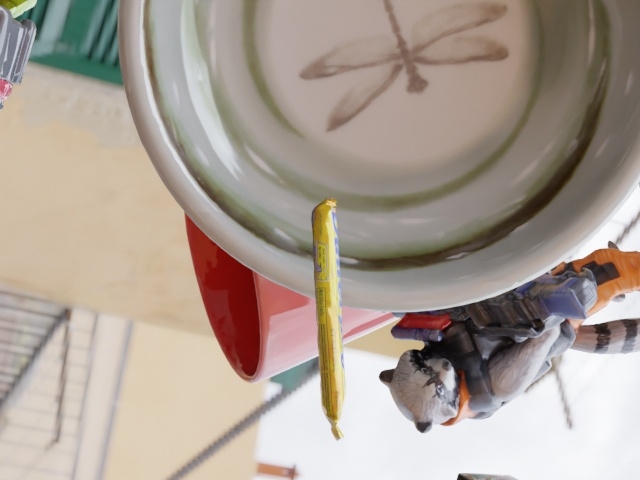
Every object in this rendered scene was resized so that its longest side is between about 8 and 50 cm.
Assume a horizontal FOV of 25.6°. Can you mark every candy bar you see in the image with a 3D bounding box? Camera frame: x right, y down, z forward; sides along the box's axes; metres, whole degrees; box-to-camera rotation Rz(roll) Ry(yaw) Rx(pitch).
[{"bbox_3d":[0.006,0.050,0.917,0.040,0.018,0.161,107,-19,-82],"label":"candy bar"}]

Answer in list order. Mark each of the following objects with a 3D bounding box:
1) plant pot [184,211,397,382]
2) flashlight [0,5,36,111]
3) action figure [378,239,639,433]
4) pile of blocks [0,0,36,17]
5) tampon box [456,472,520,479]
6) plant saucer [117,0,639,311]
[{"bbox_3d":[0.000,0.000,1.573,0.275,0.243,0.274,166,-90,-71],"label":"plant pot"},{"bbox_3d":[-0.282,-0.018,0.951,0.103,0.103,0.304,-166,-88,-73],"label":"flashlight"},{"bbox_3d":[0.214,0.084,1.311,0.178,0.330,0.341,68,-16,-9],"label":"action figure"},{"bbox_3d":[-0.419,-0.224,1.655,0.362,0.113,0.149,-53,174,18],"label":"pile of blocks"},{"bbox_3d":[0.271,0.397,1.947,0.161,0.120,0.101,19,-84,46],"label":"tampon box"},{"bbox_3d":[0.057,-0.151,1.026,0.100,0.401,0.400,-76,180,-87],"label":"plant saucer"}]
